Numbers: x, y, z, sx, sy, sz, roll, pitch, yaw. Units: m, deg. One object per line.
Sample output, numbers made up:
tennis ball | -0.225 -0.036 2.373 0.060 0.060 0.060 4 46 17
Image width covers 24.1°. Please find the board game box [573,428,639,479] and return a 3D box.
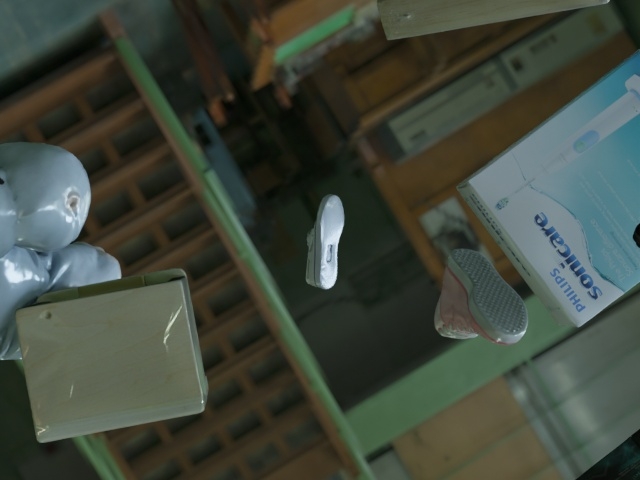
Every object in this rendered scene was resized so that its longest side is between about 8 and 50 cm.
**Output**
board game box | 0.274 0.266 1.370 0.026 0.126 0.186 -25 163 -43

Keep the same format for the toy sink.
toy sink | -0.192 0.102 1.429 0.153 0.131 0.234 -10 180 -2

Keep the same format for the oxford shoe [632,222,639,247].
oxford shoe | 0.363 -0.023 1.478 0.083 0.096 0.227 13 -175 2

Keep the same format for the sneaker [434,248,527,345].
sneaker | 0.137 0.068 1.301 0.051 0.070 0.134 6 -153 -19

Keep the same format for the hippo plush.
hippo plush | -0.348 -0.008 1.532 0.294 0.234 0.236 -11 129 -19

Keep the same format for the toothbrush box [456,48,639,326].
toothbrush box | 0.343 -0.068 1.768 0.295 0.216 0.126 -38 179 -3

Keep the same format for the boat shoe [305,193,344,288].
boat shoe | 0.000 0.000 1.579 0.035 0.100 0.035 11 -170 44

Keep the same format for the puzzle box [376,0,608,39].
puzzle box | 0.263 -0.358 1.829 0.272 0.052 0.409 -6 -155 27
